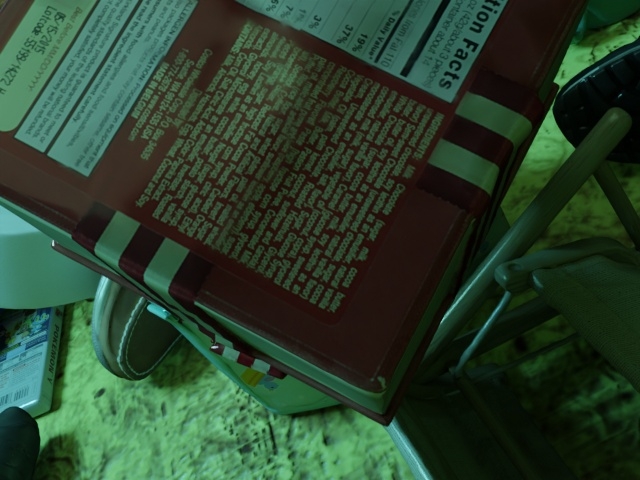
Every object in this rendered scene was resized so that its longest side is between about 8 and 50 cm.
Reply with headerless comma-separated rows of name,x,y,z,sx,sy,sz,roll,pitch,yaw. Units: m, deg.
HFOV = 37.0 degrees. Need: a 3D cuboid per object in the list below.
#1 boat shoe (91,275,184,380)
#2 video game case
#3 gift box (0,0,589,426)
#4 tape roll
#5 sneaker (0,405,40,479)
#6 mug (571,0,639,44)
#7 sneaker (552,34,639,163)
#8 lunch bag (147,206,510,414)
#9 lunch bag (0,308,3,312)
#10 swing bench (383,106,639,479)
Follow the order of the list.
boat shoe,-0.097,-0.005,0.917,0.116,0.123,0.324,23,73,28
video game case,-0.370,0.144,1.045,0.201,0.023,0.183,-25,41,16
gift box,-0.024,-0.071,0.512,0.276,0.258,0.255,32,81,11
tape roll,-0.289,-0.062,0.976,0.286,0.100,0.286,3,42,-2
sneaker,-0.387,0.236,0.922,0.286,0.109,0.130,-13,35,17
mug,0.263,-0.276,0.928,0.130,0.097,0.157,-22,41,18
sneaker,0.326,-0.156,0.785,0.283,0.107,0.124,-21,27,13
lunch bag,0.000,0.000,0.751,0.262,0.223,0.160,-42,50,-6
lunch bag,-0.426,-0.002,1.156,0.221,0.138,0.293,-8,27,32
swing bench,0.177,0.097,0.584,0.255,0.165,0.253,-39,40,6
